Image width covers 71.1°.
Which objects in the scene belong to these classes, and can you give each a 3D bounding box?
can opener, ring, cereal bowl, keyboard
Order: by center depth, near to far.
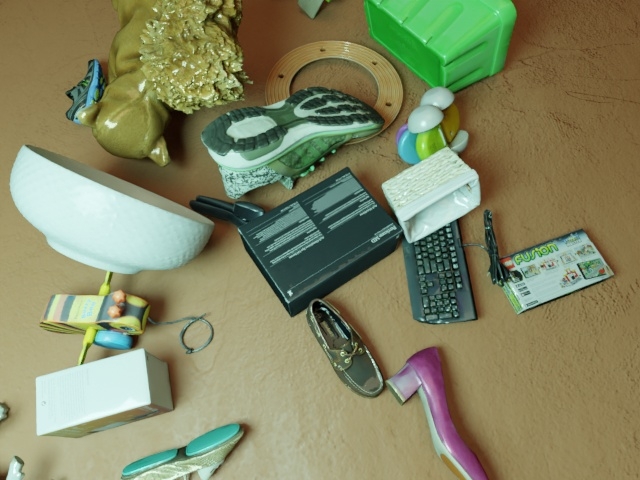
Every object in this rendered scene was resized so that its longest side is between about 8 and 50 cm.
[{"bbox_3d":[-0.371,-0.034,0.799,0.339,0.339,0.141,24,91,11],"label":"cereal bowl"},{"bbox_3d":[0.269,0.009,0.908,0.202,0.033,0.316,-8,65,9],"label":"keyboard"},{"bbox_3d":[-0.190,-0.061,0.946,0.186,0.073,0.059,17,24,21],"label":"can opener"},{"bbox_3d":[0.033,-0.364,1.105,0.338,0.032,0.336,0,66,0],"label":"ring"}]

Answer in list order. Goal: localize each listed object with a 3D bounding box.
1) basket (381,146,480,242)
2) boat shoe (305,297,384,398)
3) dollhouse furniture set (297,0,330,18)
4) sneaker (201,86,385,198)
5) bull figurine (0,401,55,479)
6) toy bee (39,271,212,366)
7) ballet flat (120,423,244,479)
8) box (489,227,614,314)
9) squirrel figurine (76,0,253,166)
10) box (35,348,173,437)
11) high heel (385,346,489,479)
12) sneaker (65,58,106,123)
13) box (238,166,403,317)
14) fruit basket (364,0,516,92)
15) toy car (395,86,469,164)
[{"bbox_3d":[0.217,-0.091,0.891,0.167,0.113,0.103,-31,58,4],"label":"basket"},{"bbox_3d":[0.041,0.195,0.817,0.073,0.073,0.207,-36,71,-17],"label":"boat shoe"},{"bbox_3d":[0.024,-0.769,1.280,0.197,0.151,0.301,45,53,-3],"label":"dollhouse furniture set"},{"bbox_3d":[-0.049,-0.201,0.957,0.411,0.182,0.158,-20,56,-24],"label":"sneaker"},{"bbox_3d":[-0.576,0.376,0.710,0.310,0.101,0.188,40,69,17],"label":"bull figurine"},{"bbox_3d":[-0.368,0.121,0.801,0.299,0.162,0.195,-14,64,-7],"label":"toy bee"},{"bbox_3d":[-0.220,0.372,0.744,0.207,0.073,0.067,-18,93,-6],"label":"ballet flat"},{"bbox_3d":[0.464,0.060,0.903,0.207,0.036,0.114,-18,66,-9],"label":"box"},{"bbox_3d":[-0.322,-0.347,0.906,0.397,0.281,0.370,-2,60,48],"label":"squirrel figurine"},{"bbox_3d":[-0.354,0.259,0.751,0.171,0.130,0.090,-14,65,-7],"label":"box"},{"bbox_3d":[0.229,0.304,0.768,0.117,0.082,0.244,-33,61,-16],"label":"high heel"},{"bbox_3d":[-0.569,-0.364,1.080,0.078,0.067,0.187,4,67,-5],"label":"sneaker"},{"bbox_3d":[0.000,0.000,0.892,0.261,0.103,0.184,-31,65,-14],"label":"box"},{"bbox_3d":[0.339,-0.584,1.102,0.393,0.283,0.391,-3,75,13],"label":"fruit basket"},{"bbox_3d":[0.234,-0.234,0.991,0.136,0.159,0.182,-2,42,40],"label":"toy car"}]
